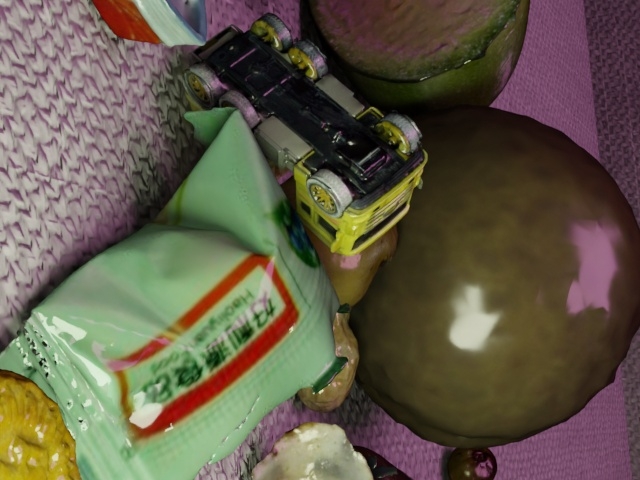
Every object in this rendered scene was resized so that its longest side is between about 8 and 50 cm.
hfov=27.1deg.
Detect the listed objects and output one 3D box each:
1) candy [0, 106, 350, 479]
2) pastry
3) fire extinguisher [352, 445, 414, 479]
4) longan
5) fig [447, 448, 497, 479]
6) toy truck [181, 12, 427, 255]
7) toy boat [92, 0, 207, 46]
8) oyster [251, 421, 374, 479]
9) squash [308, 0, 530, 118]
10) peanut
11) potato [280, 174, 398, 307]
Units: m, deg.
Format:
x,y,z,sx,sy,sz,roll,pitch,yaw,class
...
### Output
x,y,z,sx,sy,sz,roll,pitch,yaw,class
-0.129,0.082,1.216,0.398,0.172,0.263,-49,122,-37,candy
-0.247,0.185,0.918,0.189,0.103,0.189,-7,90,-67,pastry
0.074,0.323,1.609,0.337,0.135,0.114,43,34,-55,fire extinguisher
0.214,0.042,1.692,0.404,0.404,0.436,38,47,-59,longan
0.231,0.362,2.067,0.098,0.082,0.084,115,-22,-43,fig
-0.023,-0.102,1.373,0.124,0.272,0.157,-40,157,-22,toy truck
-0.162,-0.345,1.254,0.145,0.133,0.332,-24,105,-68,toy boat
0.011,0.402,1.425,0.204,0.111,0.396,-24,91,-28,oyster
0.168,-0.291,1.826,0.309,0.310,0.310,44,43,-62,squash
0.008,0.118,1.583,0.080,0.080,0.174,22,65,-65,peanut
0.000,-0.004,1.508,0.200,0.154,0.137,-53,133,-52,potato
